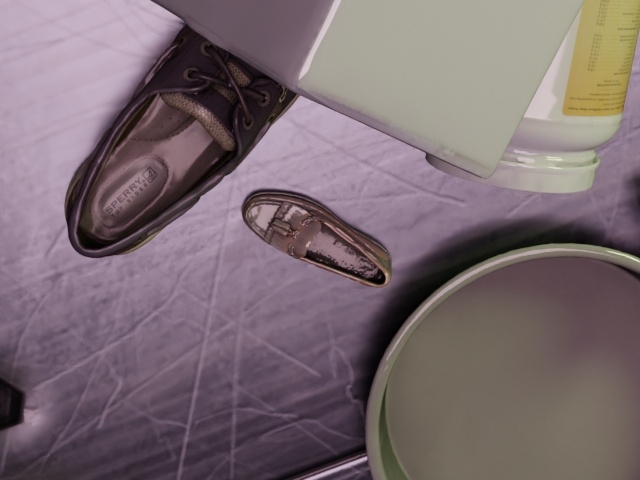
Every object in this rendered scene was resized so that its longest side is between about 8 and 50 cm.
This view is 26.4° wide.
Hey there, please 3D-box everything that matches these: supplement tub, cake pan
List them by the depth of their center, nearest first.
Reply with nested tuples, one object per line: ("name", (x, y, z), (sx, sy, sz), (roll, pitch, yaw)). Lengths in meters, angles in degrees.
("supplement tub", (0.148, -0.144, 0.949), (0.144, 0.144, 0.200), (6, 106, -7))
("cake pan", (0.178, 0.135, 1.086), (0.293, 0.054, 0.293), (-2, 107, -5))

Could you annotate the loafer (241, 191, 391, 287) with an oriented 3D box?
("loafer", (0.000, 0.000, 1.034), (0.125, 0.039, 0.045), (25, 104, -12))

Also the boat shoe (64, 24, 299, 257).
("boat shoe", (-0.081, -0.094, 0.970), (0.103, 0.092, 0.285), (41, 99, -15))

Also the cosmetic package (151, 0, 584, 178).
("cosmetic package", (0.090, -0.294, 0.794), (0.161, 0.230, 0.453), (22, 100, -35))
